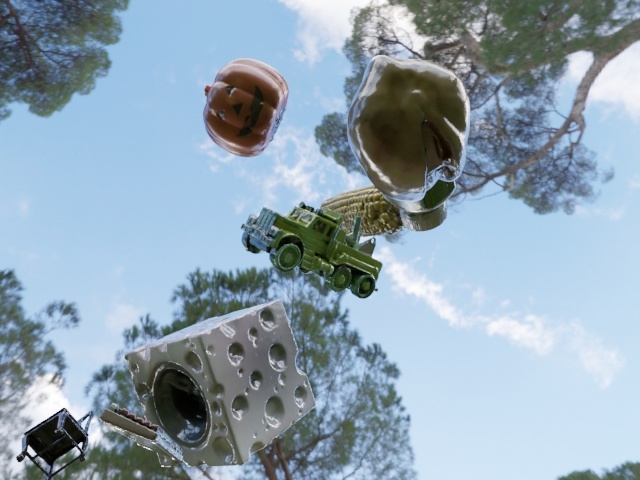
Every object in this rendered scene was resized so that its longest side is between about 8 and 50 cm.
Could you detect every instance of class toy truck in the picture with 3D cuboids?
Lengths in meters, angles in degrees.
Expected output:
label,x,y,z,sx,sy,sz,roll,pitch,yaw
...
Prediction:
label,x,y,z,sx,sy,sz,roll,pitch,yaw
toy truck,-0.003,0.002,0.849,0.259,0.128,0.135,19,-85,-39

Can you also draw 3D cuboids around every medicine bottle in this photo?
label,x,y,z,sx,sy,sz,roll,pitch,yaw
medicine bottle,0.173,-0.115,0.907,0.088,0.132,0.189,-40,-53,-23

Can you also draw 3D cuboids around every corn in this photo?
label,x,y,z,sx,sy,sz,roll,pitch,yaw
corn,0.103,-0.071,1.205,0.130,0.347,0.130,0,-91,-31

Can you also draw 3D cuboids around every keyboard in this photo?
label,x,y,z,sx,sy,sz,roll,pitch,yaw
keyboard,-0.167,0.188,0.475,0.055,0.017,0.166,19,-30,4

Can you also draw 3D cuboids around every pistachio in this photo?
label,x,y,z,sx,sy,sz,roll,pitch,yaw
pistachio,0.076,-0.093,0.438,0.113,0.113,0.149,-21,-27,-2

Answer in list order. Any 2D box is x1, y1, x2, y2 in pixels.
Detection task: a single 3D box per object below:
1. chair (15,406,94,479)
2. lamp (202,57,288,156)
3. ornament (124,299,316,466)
label,x,y,z,sx,sy,sz,roll,pitch,yaw
chair,-0.621,0.457,1.176,0.106,0.229,0.113,-32,-68,-13
lamp,-0.156,-0.267,0.984,0.163,0.188,0.188,25,-74,-5
ornament,-0.197,0.283,0.995,0.239,0.239,0.239,-19,-92,35
